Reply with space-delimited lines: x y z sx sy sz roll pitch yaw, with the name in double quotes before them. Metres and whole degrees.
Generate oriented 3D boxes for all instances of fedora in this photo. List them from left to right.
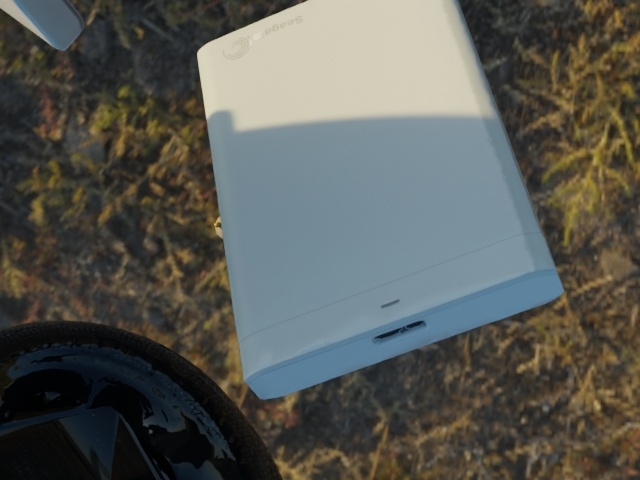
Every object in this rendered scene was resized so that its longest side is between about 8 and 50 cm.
"fedora" -0.183 0.230 0.907 0.334 0.334 0.152 26 135 -6

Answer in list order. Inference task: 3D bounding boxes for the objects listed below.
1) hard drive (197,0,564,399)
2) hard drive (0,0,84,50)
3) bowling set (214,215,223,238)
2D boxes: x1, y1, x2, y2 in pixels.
"hard drive" 0.025 -0.057 0.829 0.203 0.307 0.040 -21 140 11
"hard drive" -0.415 -0.348 1.246 0.353 0.047 0.233 37 171 30
"bowling set" 0.000 0.000 1.577 0.200 0.287 0.154 47 113 18
